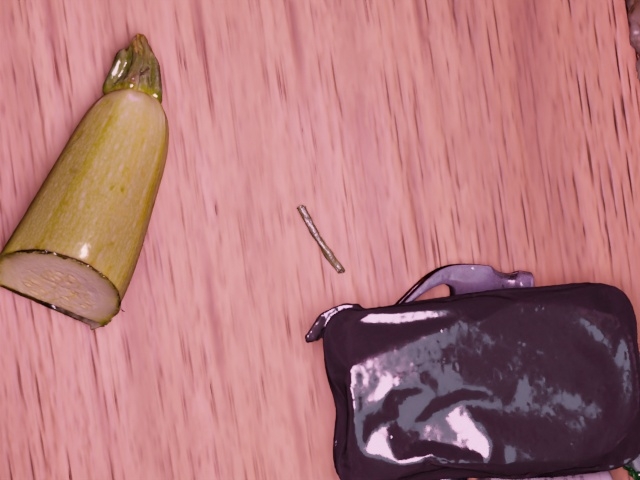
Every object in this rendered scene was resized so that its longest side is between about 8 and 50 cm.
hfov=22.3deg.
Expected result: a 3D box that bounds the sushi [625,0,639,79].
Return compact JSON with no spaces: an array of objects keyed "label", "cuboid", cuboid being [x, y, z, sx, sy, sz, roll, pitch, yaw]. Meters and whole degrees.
[{"label":"sushi","cuboid":[0.476,-0.253,1.551,0.285,0.328,0.328,-9,66,-18]}]

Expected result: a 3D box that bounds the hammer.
[{"label":"hammer","cuboid":[0.131,0.166,1.668,0.137,0.037,0.289,9,90,-7]}]

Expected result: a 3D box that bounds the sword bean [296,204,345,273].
[{"label":"sword bean","cuboid":[0.000,0.000,1.662,0.012,0.012,0.083,-32,96,-5]}]

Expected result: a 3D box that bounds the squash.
[{"label":"squash","cuboid":[-0.203,-0.059,1.582,0.137,0.137,0.287,27,86,-7]}]

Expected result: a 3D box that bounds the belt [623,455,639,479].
[{"label":"belt","cuboid":[0.365,0.200,1.675,0.151,0.079,0.121,41,87,-5]}]

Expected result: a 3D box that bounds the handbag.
[{"label":"handbag","cuboid":[0.155,0.147,1.613,0.332,0.075,0.191,-5,88,-6]}]

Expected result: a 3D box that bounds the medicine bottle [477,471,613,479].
[{"label":"medicine bottle","cuboid":[0.229,0.265,1.660,0.130,0.080,0.080,7,90,-6]}]
